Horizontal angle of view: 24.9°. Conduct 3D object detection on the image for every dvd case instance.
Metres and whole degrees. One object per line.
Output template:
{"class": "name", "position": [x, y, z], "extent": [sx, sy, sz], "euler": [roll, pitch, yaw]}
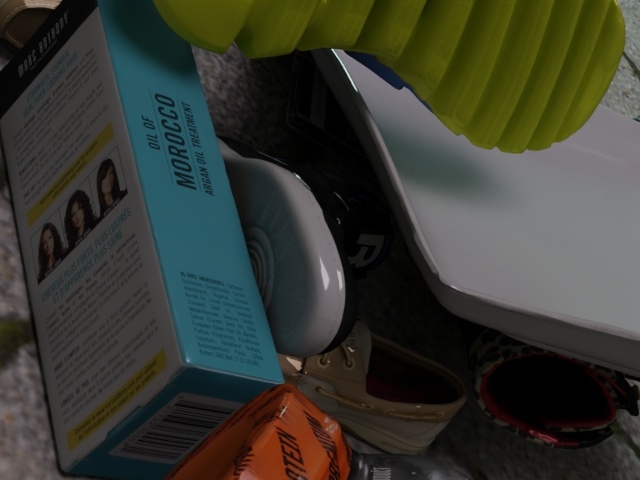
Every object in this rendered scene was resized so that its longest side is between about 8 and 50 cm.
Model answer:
{"class": "dvd case", "position": [0.070, -0.078, 1.049], "extent": [0.221, 0.018, 0.164], "euler": [32, 35, -23]}

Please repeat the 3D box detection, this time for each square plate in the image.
{"class": "square plate", "position": [0.156, -0.015, 0.897], "extent": [0.347, 0.049, 0.344], "euler": [18, 28, -26]}

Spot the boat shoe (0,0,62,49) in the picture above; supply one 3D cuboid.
{"class": "boat shoe", "position": [-0.124, -0.108, 0.833], "extent": [0.135, 0.050, 0.045], "euler": [14, 40, -40]}

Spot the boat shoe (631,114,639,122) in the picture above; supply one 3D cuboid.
{"class": "boat shoe", "position": [0.330, 0.040, 1.177], "extent": [0.319, 0.099, 0.116], "euler": [56, -8, -3]}

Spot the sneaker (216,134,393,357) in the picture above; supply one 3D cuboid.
{"class": "sneaker", "position": [0.000, 0.000, 0.760], "extent": [0.121, 0.079, 0.217], "euler": [13, 17, -30]}

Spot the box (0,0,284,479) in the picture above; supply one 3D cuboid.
{"class": "box", "position": [-0.097, -0.011, 0.719], "extent": [0.060, 0.100, 0.244], "euler": [16, 45, -41]}

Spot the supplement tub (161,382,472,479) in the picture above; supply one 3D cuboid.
{"class": "supplement tub", "position": [0.052, 0.226, 0.543], "extent": [0.338, 0.207, 0.207], "euler": [44, 33, -5]}

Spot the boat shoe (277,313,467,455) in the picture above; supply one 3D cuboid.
{"class": "boat shoe", "position": [0.009, 0.065, 0.795], "extent": [0.170, 0.059, 0.063], "euler": [24, 40, -31]}

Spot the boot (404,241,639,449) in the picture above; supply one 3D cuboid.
{"class": "boot", "position": [0.169, 0.073, 0.910], "extent": [0.236, 0.085, 0.178], "euler": [24, 23, -20]}

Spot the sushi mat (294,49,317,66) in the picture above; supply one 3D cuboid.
{"class": "sushi mat", "position": [0.035, -0.193, 1.103], "extent": [0.151, 0.019, 0.316], "euler": [32, 32, -20]}

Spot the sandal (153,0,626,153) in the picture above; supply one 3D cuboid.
{"class": "sandal", "position": [0.036, -0.145, 0.810], "extent": [0.317, 0.126, 0.138], "euler": [19, 17, -32]}
